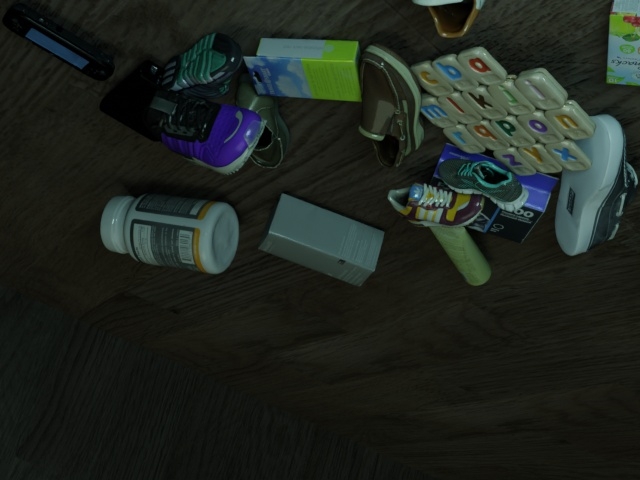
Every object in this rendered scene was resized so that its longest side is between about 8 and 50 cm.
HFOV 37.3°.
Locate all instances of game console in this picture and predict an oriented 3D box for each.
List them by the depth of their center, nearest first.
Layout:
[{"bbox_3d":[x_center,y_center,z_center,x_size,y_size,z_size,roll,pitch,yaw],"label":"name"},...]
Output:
[{"bbox_3d":[-0.398,-0.300,1.692,0.361,0.043,0.213,30,155,-23],"label":"game console"}]

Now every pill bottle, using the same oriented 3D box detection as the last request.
[{"bbox_3d":[-0.335,-0.021,2.107,0.279,0.162,0.162,8,154,21],"label":"pill bottle"}]

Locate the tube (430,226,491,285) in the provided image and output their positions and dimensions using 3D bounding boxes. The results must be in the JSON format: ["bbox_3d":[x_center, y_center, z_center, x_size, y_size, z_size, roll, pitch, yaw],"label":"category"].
[{"bbox_3d":[0.279,0.015,1.873,0.070,0.062,0.240,-23,146,15],"label":"tube"}]

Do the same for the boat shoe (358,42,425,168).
[{"bbox_3d":[0.104,-0.197,1.488,0.095,0.095,0.257,29,163,30],"label":"boat shoe"}]

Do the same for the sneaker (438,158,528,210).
[{"bbox_3d":[0.264,-0.109,1.564,0.167,0.065,0.076,22,162,34],"label":"sneaker"}]

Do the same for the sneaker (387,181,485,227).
[{"bbox_3d":[0.199,-0.066,1.660,0.084,0.069,0.186,34,153,-34],"label":"sneaker"}]

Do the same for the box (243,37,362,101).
[{"bbox_3d":[-0.022,-0.269,1.497,0.178,0.042,0.109,6,154,14],"label":"box"}]

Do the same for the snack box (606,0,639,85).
[{"bbox_3d":[0.429,-0.257,1.239,0.100,0.037,0.141,10,155,19],"label":"snack box"}]

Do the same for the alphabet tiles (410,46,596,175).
[{"bbox_3d":[0.273,-0.190,1.431,0.278,0.021,0.284,38,161,-26],"label":"alphabet tiles"}]

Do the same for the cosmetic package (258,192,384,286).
[{"bbox_3d":[0.000,0.000,1.997,0.238,0.107,0.127,17,159,-7],"label":"cosmetic package"}]

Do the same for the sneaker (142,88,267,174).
[{"bbox_3d":[-0.210,-0.189,1.552,0.146,0.102,0.293,34,166,-31],"label":"sneaker"}]

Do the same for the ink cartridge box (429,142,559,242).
[{"bbox_3d":[0.295,-0.079,1.699,0.206,0.045,0.208,18,155,3],"label":"ink cartridge box"}]

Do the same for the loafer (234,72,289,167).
[{"bbox_3d":[-0.115,-0.194,1.678,0.095,0.087,0.251,12,155,13],"label":"loafer"}]

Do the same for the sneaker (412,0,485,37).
[{"bbox_3d":[0.147,-0.356,1.121,0.106,0.123,0.290,7,152,27],"label":"sneaker"}]

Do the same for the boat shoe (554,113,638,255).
[{"bbox_3d":[0.453,-0.090,1.513,0.102,0.108,0.301,-15,140,-9],"label":"boat shoe"}]

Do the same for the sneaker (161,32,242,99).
[{"bbox_3d":[-0.171,-0.281,1.568,0.098,0.083,0.224,18,169,-35],"label":"sneaker"}]
